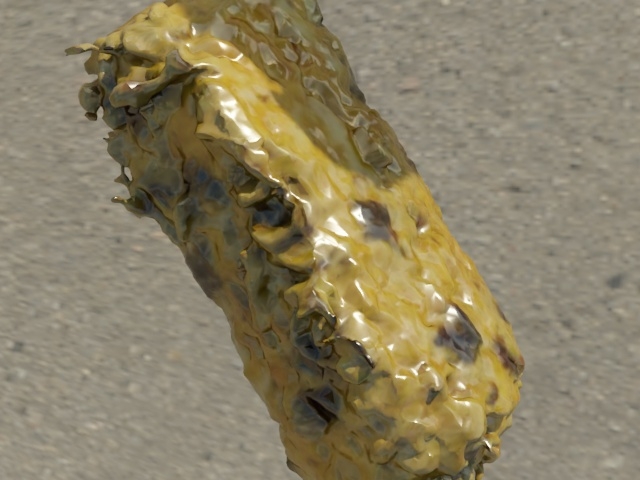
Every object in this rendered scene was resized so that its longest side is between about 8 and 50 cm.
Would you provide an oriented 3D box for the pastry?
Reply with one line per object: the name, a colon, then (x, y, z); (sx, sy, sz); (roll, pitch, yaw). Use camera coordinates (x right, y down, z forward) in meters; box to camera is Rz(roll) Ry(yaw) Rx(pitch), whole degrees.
pastry: (0.000, 0.000, 0.409); (0.140, 0.056, 0.080); (59, 35, -5)
